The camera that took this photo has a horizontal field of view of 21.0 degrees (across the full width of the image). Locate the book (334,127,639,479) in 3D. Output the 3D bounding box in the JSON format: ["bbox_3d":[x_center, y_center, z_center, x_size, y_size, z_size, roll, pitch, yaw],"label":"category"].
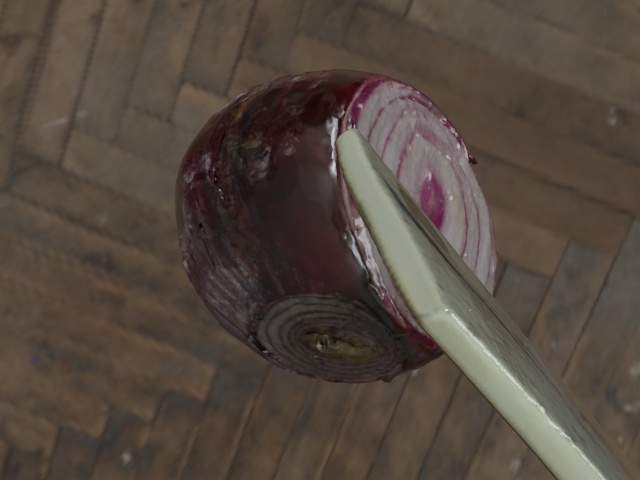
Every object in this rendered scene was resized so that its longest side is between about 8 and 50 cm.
[{"bbox_3d":[0.148,0.116,1.022,0.032,0.269,0.389,-38,115,7],"label":"book"}]

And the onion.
[{"bbox_3d":[0.000,0.000,1.677,0.260,0.282,0.336,-14,149,30],"label":"onion"}]
